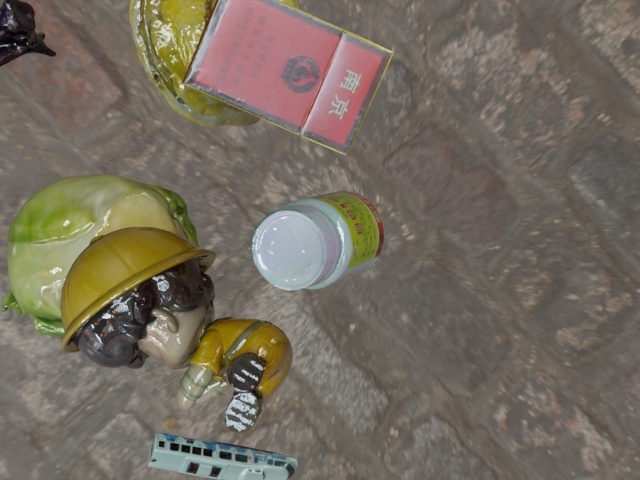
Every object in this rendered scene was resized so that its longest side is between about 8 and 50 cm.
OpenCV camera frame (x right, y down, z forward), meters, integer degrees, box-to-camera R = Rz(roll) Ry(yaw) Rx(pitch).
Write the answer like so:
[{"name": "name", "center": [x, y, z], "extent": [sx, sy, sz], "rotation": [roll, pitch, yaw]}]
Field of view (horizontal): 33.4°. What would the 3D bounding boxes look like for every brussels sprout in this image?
[{"name": "brussels sprout", "center": [-0.292, 0.031, 1.447], "extent": [0.259, 0.294, 0.227], "rotation": [1, 75, -26]}]

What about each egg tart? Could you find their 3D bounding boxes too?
[{"name": "egg tart", "center": [-0.140, -0.350, 1.747], "extent": [0.132, 0.345, 0.345], "rotation": [2, 89, 47]}]

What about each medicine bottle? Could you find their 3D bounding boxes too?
[{"name": "medicine bottle", "center": [0.000, 0.000, 1.634], "extent": [0.139, 0.225, 0.139], "rotation": [4, 99, 24]}]

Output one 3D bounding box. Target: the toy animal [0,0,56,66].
[{"name": "toy animal", "center": [-0.452, -0.173, 1.263], "extent": [0.324, 0.195, 0.090], "rotation": [-27, 86, 40]}]

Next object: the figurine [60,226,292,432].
[{"name": "figurine", "center": [-0.151, 0.085, 1.136], "extent": [0.257, 0.192, 0.167], "rotation": [25, 74, 8]}]

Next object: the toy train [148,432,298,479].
[{"name": "toy train", "center": [-0.131, 0.304, 1.467], "extent": [0.207, 0.047, 0.043], "rotation": [13, 132, -16]}]

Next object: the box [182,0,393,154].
[{"name": "box", "center": [-0.044, -0.229, 1.412], "extent": [0.240, 0.074, 0.153], "rotation": [23, 95, -11]}]
